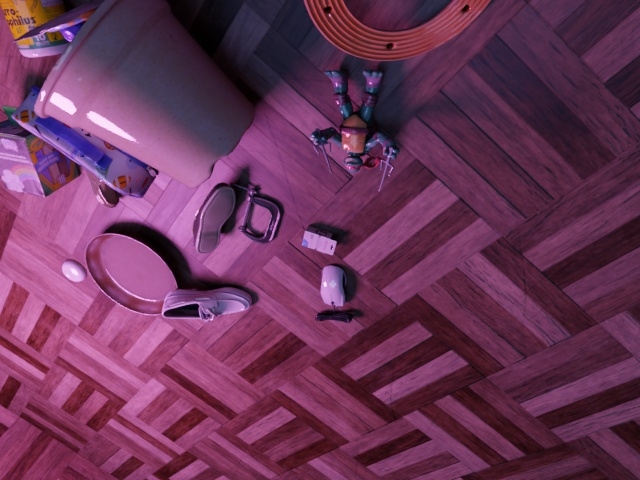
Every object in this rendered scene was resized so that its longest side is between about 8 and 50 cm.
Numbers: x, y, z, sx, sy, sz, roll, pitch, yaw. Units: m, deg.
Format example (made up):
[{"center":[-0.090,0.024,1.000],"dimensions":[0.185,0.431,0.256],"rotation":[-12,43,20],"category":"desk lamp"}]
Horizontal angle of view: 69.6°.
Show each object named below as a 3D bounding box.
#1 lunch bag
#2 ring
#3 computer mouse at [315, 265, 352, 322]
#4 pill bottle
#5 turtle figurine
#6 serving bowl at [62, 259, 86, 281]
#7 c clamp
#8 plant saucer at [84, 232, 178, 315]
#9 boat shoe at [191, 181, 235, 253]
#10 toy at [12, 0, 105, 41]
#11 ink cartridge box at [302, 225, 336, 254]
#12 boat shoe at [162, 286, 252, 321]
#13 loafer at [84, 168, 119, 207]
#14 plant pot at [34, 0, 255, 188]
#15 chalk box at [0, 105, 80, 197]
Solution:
[{"center":[-0.518,-0.214,1.055],"dimensions":[0.303,0.243,0.115],"rotation":[34,84,-6],"category":"lunch bag"},{"center":[0.134,-0.433,0.719],"dimensions":[0.337,0.032,0.336],"rotation":[-8,148,-5],"category":"ring"},{"center":[0.032,0.153,1.245],"dimensions":[0.106,0.042,0.193],"rotation":[6,125,16],"category":"computer mouse"},{"center":[-0.602,-0.501,0.957],"dimensions":[0.118,0.117,0.208],"rotation":[5,125,15],"category":"pill bottle"},{"center":[0.067,-0.220,0.931],"dimensions":[0.175,0.118,0.234],"rotation":[0,109,1],"category":"turtle figurine"},{"center":[-0.807,0.103,1.499],"dimensions":[0.083,0.027,0.083],"rotation":[9,125,13],"category":"serving bowl"},{"center":[-0.170,-0.064,1.179],"dimensions":[0.137,0.022,0.160],"rotation":[16,126,1],"category":"c clamp"},{"center":[-0.565,0.098,1.402],"dimensions":[0.311,0.050,0.310],"rotation":[8,125,12],"category":"plant saucer"},{"center":[-0.281,-0.065,1.176],"dimensions":[0.068,0.081,0.227],"rotation":[58,134,33],"category":"boat shoe"},{"center":[-0.455,-0.424,0.892],"dimensions":[0.137,0.237,0.056],"rotation":[-6,133,22],"category":"toy"},{"center":[0.000,0.000,1.159],"dimensions":[0.083,0.028,0.048],"rotation":[19,127,6],"category":"ink cartridge box"},{"center":[-0.330,0.197,1.345],"dimensions":[0.258,0.084,0.095],"rotation":[-4,128,4],"category":"boat shoe"},{"center":[-0.578,-0.154,1.227],"dimensions":[0.050,0.056,0.148],"rotation":[-3,123,27],"category":"loafer"},{"center":[-0.312,-0.277,0.915],"dimensions":[0.305,0.333,0.334],"rotation":[39,127,-23],"category":"plant pot"},{"center":[-0.738,-0.241,1.176],"dimensions":[0.132,0.132,0.213],"rotation":[12,125,12],"category":"chalk box"}]
